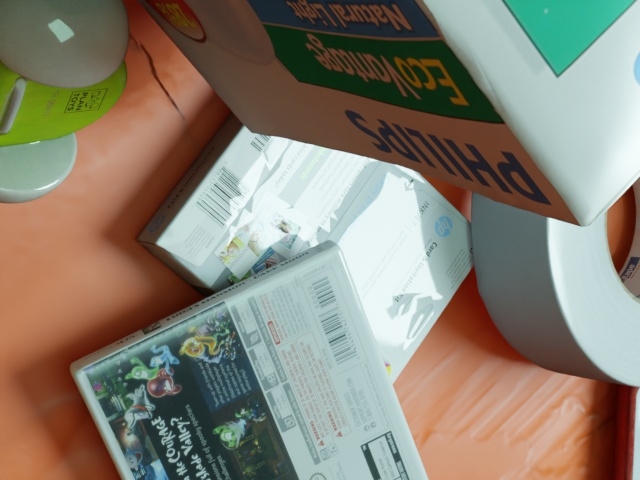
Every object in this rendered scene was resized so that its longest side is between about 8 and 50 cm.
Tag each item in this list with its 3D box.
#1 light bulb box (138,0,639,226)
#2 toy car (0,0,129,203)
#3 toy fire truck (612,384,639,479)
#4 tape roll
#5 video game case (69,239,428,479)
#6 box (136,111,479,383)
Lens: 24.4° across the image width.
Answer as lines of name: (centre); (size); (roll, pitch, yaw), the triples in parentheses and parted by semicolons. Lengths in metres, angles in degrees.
light bulb box: (-0.001, -0.228, 0.643); (0.225, 0.358, 0.361); (-45, 113, -10)
toy car: (-0.194, -0.106, 0.770); (0.182, 0.159, 0.136); (-2, 59, -27)
toy fire truck: (0.325, 0.240, 1.064); (0.254, 0.169, 0.302); (3, 92, -4)
tape roll: (0.201, -0.014, 0.986); (0.219, 0.072, 0.219); (-2, 93, -38)
video game case: (-0.036, 0.118, 0.896); (0.173, 0.022, 0.190); (-26, 113, -12)
box: (0.000, 0.000, 0.923); (0.186, 0.038, 0.145); (41, 76, -24)
